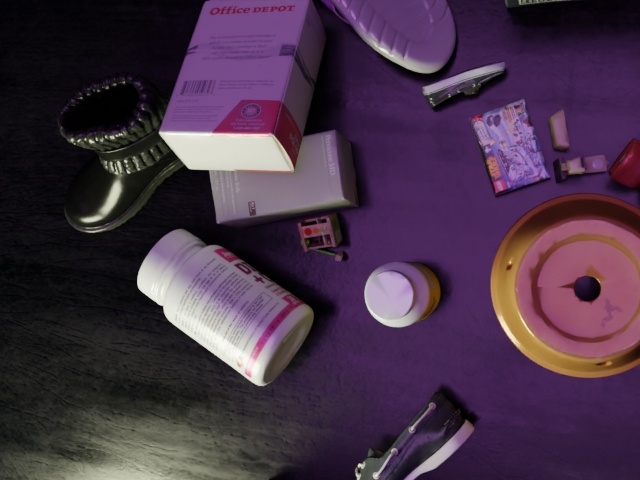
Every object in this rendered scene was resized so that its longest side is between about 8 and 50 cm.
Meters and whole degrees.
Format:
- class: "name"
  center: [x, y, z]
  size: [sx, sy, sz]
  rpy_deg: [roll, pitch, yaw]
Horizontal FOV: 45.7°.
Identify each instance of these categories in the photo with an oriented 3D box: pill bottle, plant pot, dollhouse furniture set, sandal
- class: "pill bottle"
  center: [0.129, 0.084, 1.211]
  size: [0.103, 0.184, 0.103]
  rpy_deg: [0, 88, 18]
- class: "plant pot"
  center: [0.391, 0.066, 1.121]
  size: [0.291, 0.203, 0.291]
  rpy_deg: [-1, 87, 17]
- class: "dollhouse furniture set"
  center: [0.413, -0.158, 1.191]
  size: [0.081, 0.091, 0.114]
  rpy_deg: [-8, 83, 2]
- class: "sandal"
  center: [0.058, -0.439, 1.290]
  size: [0.416, 0.102, 0.169]
  rpy_deg: [41, 77, -2]
- class: "pill bottle"
  center: [-0.167, 0.109, 1.315]
  size: [0.283, 0.160, 0.160]
  rpy_deg: [33, 98, 15]

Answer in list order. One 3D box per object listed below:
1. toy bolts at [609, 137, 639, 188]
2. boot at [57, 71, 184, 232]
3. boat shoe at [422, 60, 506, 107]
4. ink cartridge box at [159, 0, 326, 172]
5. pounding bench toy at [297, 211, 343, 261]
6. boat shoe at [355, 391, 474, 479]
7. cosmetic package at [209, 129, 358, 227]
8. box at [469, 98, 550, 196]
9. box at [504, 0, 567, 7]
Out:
- class: "toy bolts"
  center: [0.546, -0.131, 1.092]
  size: [0.158, 0.218, 0.228]
  rpy_deg: [35, 117, 9]
- class: "boot"
  center: [-0.378, -0.148, 1.334]
  size: [0.348, 0.260, 0.131]
  rpy_deg: [-40, 78, 12]
- class: "boat shoe"
  center: [0.241, -0.260, 1.261]
  size: [0.142, 0.049, 0.040]
  rpy_deg: [-16, 103, 18]
- class: "ink cartridge box"
  center: [-0.121, -0.265, 1.277]
  size: [0.207, 0.117, 0.283]
  rpy_deg: [4, 65, 21]
- class: "pounding bench toy"
  center: [0.000, 0.000, 1.321]
  size: [0.065, 0.052, 0.083]
  rpy_deg: [-10, 101, 17]
- class: "boat shoe"
  center: [0.115, 0.375, 1.253]
  size: [0.302, 0.114, 0.091]
  rpy_deg: [-42, 78, 0]
- class: "cosmetic package"
  center: [-0.062, -0.103, 1.319]
  size: [0.238, 0.107, 0.127]
  rpy_deg: [-12, 82, 19]
- class: "box"
  center: [0.309, -0.151, 1.243]
  size: [0.094, 0.027, 0.137]
  rpy_deg: [-18, 83, 15]
- class: "box"
  center: [0.403, -0.471, 1.081]
  size: [0.294, 0.296, 0.183]
  rpy_deg: [0, 89, 17]
